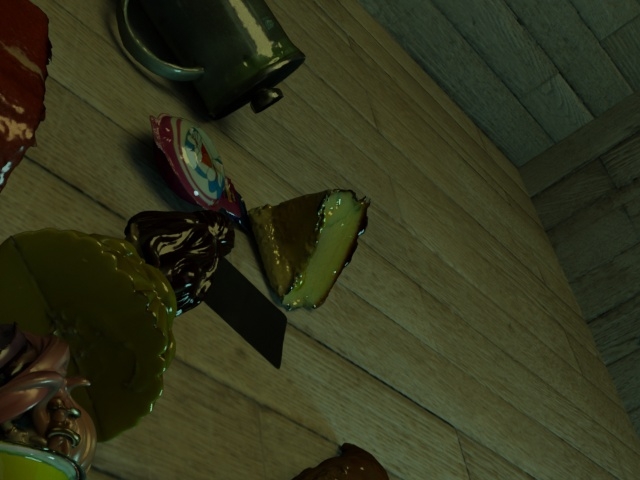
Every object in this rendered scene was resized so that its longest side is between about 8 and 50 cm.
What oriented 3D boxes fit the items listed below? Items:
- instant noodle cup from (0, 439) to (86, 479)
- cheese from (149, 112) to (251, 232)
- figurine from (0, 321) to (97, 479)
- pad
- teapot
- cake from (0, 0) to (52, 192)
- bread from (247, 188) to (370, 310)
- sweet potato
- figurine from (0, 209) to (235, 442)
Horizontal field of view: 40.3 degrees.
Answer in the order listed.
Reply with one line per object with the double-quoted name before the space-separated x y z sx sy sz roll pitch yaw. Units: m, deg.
"instant noodle cup" -0.240 0.215 0.498 0.205 0.205 0.153 28 45 -48
"cheese" -0.161 -0.091 1.213 0.244 0.062 0.155 46 22 -51
"figurine" -0.233 0.133 0.702 0.157 0.126 0.114 41 71 -28
"pad" -0.111 0.077 1.158 0.193 0.004 0.116 47 25 -22
"teapot" -0.190 -0.341 1.358 0.270 0.200 0.337 -38 95 -42
"cake" -0.342 -0.131 0.767 0.151 0.177 0.283 35 25 -39
"bread" 0.000 0.000 1.273 0.140 0.160 0.169 15 52 -57
"sweet potato" 0.014 0.295 0.985 0.106 0.095 0.354 19 9 20
"figurine" -0.194 0.047 0.889 0.187 0.168 0.315 42 15 -4
